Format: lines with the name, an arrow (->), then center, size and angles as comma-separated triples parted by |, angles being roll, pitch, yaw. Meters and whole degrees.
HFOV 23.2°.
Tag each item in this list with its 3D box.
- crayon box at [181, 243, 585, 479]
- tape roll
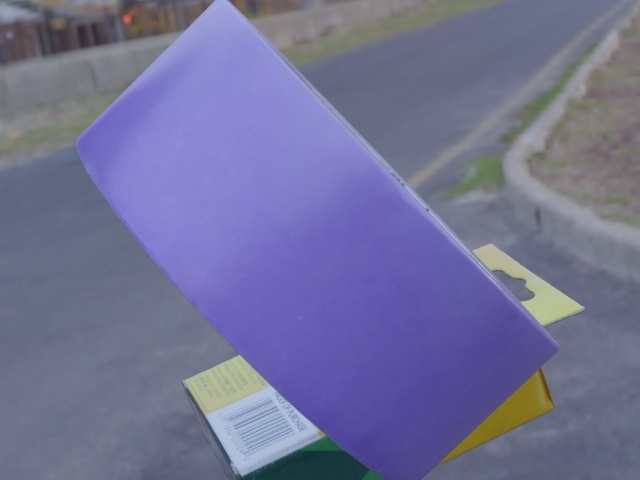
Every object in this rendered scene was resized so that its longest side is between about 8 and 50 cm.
crayon box -> 0.058, 0.123, 1.348 | 0.318, 0.081, 0.202 | -24, 22, -9
tape roll -> 0.000, 0.000, 0.605 | 0.080, 0.189, 0.189 | -43, 8, 4
